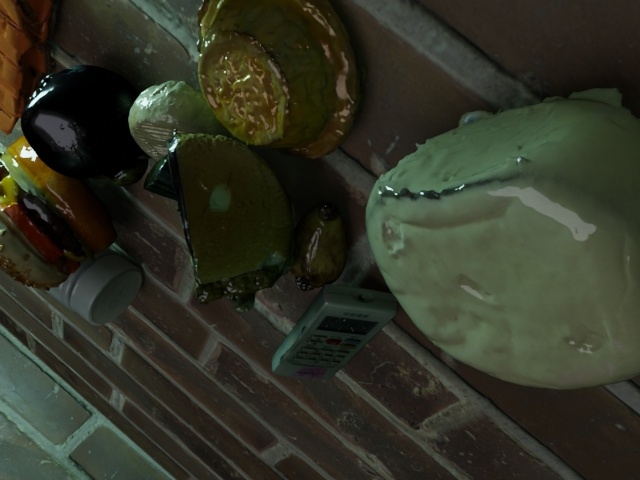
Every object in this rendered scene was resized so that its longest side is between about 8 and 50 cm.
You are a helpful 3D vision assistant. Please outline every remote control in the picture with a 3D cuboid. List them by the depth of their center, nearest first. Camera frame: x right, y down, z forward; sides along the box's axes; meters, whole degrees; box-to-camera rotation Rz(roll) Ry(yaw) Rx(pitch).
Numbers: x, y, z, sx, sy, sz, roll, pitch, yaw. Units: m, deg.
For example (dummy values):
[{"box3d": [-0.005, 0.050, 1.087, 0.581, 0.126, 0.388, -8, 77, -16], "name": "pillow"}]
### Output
[{"box3d": [0.014, 0.192, 1.043, 0.145, 0.050, 0.344, 9, 143, -17], "name": "remote control"}]

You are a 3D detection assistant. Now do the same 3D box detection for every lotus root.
[{"box3d": [0.000, 0.000, 0.910, 0.108, 0.094, 0.190, 15, 128, 0], "name": "lotus root"}]

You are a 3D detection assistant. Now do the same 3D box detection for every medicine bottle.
[{"box3d": [-0.661, 0.072, 1.425, 0.332, 0.190, 0.189, 29, 138, 16], "name": "medicine bottle"}]

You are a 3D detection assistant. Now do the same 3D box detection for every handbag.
[{"box3d": [-0.668, -0.436, 1.049, 0.303, 0.116, 0.410, 44, 141, -6], "name": "handbag"}]

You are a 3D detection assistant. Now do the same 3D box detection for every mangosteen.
[{"box3d": [-0.410, -0.204, 0.973, 0.243, 0.243, 0.242, 22, 136, 23], "name": "mangosteen"}]

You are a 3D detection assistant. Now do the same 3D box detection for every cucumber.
[{"box3d": [-0.238, -0.096, 0.916, 0.115, 0.062, 0.116, 23, 155, -30], "name": "cucumber"}]

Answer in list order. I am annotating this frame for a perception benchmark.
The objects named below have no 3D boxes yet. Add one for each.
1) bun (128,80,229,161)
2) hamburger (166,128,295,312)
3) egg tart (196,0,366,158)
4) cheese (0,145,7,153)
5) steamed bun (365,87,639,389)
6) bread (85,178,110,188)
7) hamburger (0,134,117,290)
[{"box3d": [-0.233, -0.196, 0.892, 0.164, 0.111, 0.188, 11, 157, 10], "name": "bun"}, {"box3d": [-0.128, -0.030, 0.823, 0.168, 0.193, 0.287, -175, 76, -69], "name": "hamburger"}, {"box3d": [-0.078, -0.233, 0.749, 0.288, 0.118, 0.288, 25, 136, 26], "name": "egg tart"}, {"box3d": [-0.880, -0.212, 1.441, 0.286, 0.082, 0.163, 53, 138, -8], "name": "cheese"}, {"box3d": [0.240, 0.000, 0.603, 0.334, 0.233, 0.311, 6, 131, 47], "name": "steamed bun"}, {"box3d": [-0.517, -0.189, 1.163, 0.094, 0.083, 0.157, -8, 122, 51], "name": "bread"}, {"box3d": [-0.645, -0.056, 1.204, 0.330, 0.250, 0.330, 41, 158, 21], "name": "hamburger"}]
